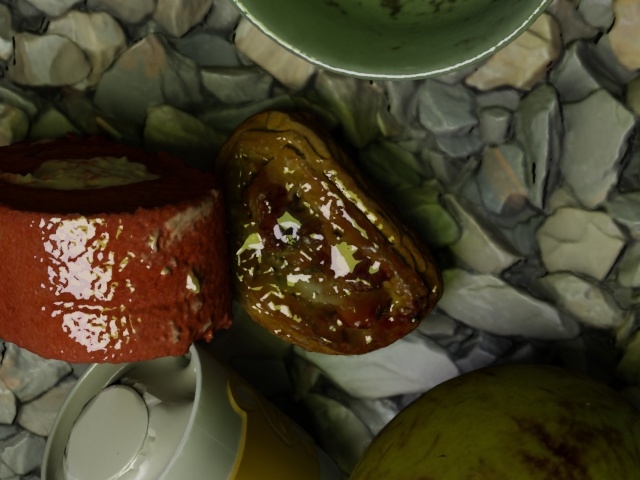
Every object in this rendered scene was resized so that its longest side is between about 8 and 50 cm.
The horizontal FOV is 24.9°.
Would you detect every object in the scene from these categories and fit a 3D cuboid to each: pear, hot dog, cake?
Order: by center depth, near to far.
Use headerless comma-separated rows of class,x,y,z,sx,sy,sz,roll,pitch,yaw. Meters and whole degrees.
pear,0.148,0.234,1.149,0.284,0.283,0.283,8,116,16
cake,-0.202,0.006,1.179,0.283,0.177,0.151,22,125,45
hot dog,-0.001,0.000,1.193,0.227,0.099,0.160,43,120,-7

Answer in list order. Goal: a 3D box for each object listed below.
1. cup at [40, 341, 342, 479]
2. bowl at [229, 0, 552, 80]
cup,-0.112,0.185,1.261,0.185,0.241,0.226,-47,126,8
bowl,0.059,-0.270,1.016,0.289,0.146,0.289,9,118,17
